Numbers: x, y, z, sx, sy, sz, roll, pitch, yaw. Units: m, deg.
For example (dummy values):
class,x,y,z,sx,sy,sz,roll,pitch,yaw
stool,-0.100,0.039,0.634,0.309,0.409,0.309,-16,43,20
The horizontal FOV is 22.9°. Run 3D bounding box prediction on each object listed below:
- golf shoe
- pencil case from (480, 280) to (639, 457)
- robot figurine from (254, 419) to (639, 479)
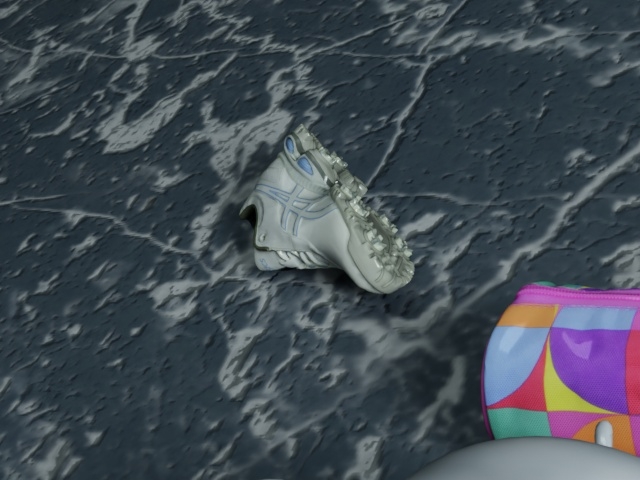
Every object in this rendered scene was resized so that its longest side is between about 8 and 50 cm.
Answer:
class,x,y,z,sx,sy,sz,roll,pitch,yaw
golf shoe,0.000,0.000,1.011,0.086,0.069,0.176,-44,31,7
pencil case,0.195,0.065,0.755,0.236,0.104,0.104,-1,40,32
robot figurine,0.048,0.210,0.556,0.300,0.199,0.353,36,63,22
